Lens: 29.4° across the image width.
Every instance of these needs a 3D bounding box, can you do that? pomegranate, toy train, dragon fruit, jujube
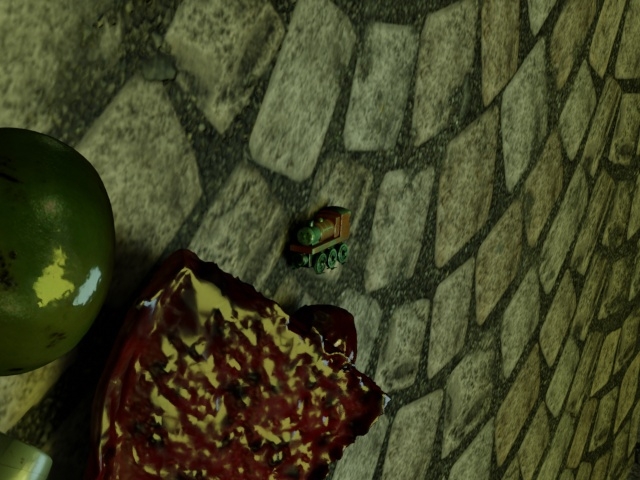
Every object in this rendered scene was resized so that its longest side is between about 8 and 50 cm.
[{"bbox_3d":[-0.243,0.000,0.831,0.210,0.180,0.180,23,83,-35],"label":"pomegranate"},{"bbox_3d":[0.000,0.000,1.413,0.103,0.044,0.064,-25,123,-59],"label":"toy train"},{"bbox_3d":[-0.151,0.172,1.178,0.286,0.228,0.329,36,92,-30],"label":"dragon fruit"},{"bbox_3d":[-0.016,0.151,1.407,0.104,0.104,0.166,26,84,-63],"label":"jujube"}]

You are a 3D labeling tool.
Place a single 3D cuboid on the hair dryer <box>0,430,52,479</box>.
[{"bbox_3d":[-0.245,0.292,0.997,0.237,0.075,0.206,44,68,-31],"label":"hair dryer"}]
